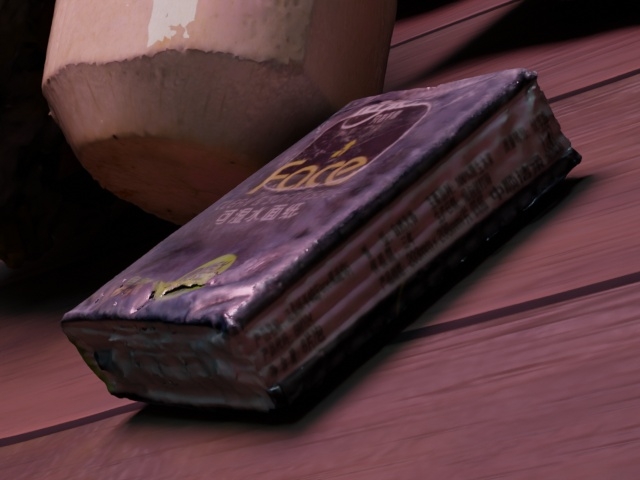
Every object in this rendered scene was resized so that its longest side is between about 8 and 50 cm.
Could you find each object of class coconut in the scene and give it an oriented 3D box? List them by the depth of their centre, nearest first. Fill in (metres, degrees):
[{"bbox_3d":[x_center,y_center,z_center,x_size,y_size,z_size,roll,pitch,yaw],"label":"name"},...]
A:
[{"bbox_3d":[-0.060,-0.130,1.172,0.241,0.241,0.241,-27,16,8],"label":"coconut"}]

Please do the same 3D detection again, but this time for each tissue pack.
[{"bbox_3d":[0.000,0.000,0.971,0.235,0.073,0.173,-38,19,-29],"label":"tissue pack"}]

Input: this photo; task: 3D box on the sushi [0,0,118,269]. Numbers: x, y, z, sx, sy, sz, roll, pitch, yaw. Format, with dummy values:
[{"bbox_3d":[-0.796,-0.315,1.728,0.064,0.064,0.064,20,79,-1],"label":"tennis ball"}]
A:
[{"bbox_3d":[-0.200,-0.194,1.353,0.240,0.397,0.351,38,61,27],"label":"sushi"}]
